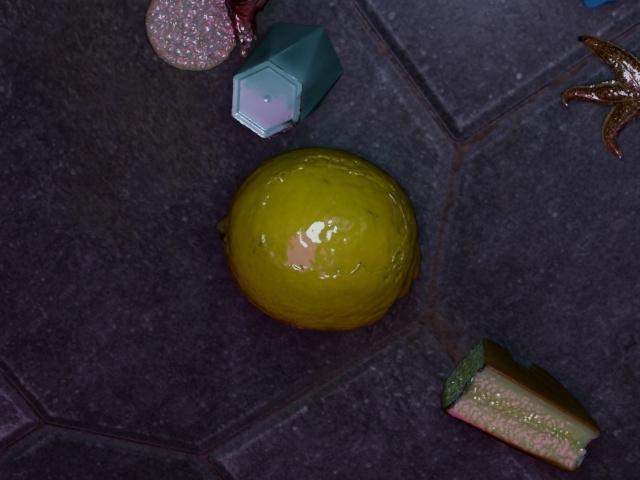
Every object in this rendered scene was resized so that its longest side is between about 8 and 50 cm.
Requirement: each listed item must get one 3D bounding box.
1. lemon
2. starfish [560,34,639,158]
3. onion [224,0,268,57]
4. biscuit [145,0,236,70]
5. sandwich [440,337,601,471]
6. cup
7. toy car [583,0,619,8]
[{"bbox_3d":[0.001,0.000,1.616,0.297,0.297,0.297,3,111,9],"label":"lemon"},{"bbox_3d":[0.469,-0.221,1.571,0.238,0.057,0.213,28,120,-1],"label":"starfish"},{"bbox_3d":[-0.090,-0.444,1.480,0.159,0.267,0.348,-16,110,4],"label":"onion"},{"bbox_3d":[-0.198,-0.334,1.663,0.152,0.020,0.152,3,110,7],"label":"biscuit"},{"bbox_3d":[0.325,0.272,1.745,0.236,0.128,0.122,31,109,-3],"label":"sandwich"},{"bbox_3d":[-0.056,-0.226,1.565,0.134,0.235,0.148,-24,107,19],"label":"cup"},{"bbox_3d":[0.353,-0.427,1.445,0.190,0.188,0.255,-32,103,27],"label":"toy car"}]
